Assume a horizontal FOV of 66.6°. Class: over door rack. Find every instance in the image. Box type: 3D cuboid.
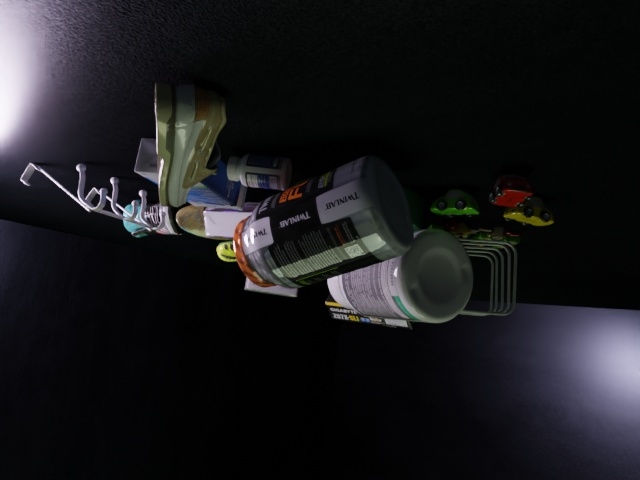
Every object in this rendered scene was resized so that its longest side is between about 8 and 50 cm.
[{"bbox_3d":[-0.614,-0.136,1.347,0.324,0.108,0.239,19,176,26],"label":"over door rack"}]

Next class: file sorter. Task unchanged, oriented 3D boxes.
[{"bbox_3d":[0.396,0.104,1.287,0.173,0.192,0.277,4,171,8],"label":"file sorter"}]

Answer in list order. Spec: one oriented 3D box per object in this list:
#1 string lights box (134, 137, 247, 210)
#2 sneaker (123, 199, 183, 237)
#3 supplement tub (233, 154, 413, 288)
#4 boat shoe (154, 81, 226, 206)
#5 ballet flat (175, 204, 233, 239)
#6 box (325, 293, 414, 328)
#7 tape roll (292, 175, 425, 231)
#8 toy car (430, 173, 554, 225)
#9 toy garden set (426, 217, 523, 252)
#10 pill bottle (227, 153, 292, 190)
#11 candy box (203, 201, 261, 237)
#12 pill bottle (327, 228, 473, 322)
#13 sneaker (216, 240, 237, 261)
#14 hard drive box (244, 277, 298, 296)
[{"bbox_3d":[-0.272,-0.138,1.076,0.134,0.076,0.260,6,170,14],"label":"string lights box"},{"bbox_3d":[-0.531,-0.076,1.538,0.179,0.123,0.295,1,173,-11],"label":"sneaker"},{"bbox_3d":[0.000,-0.021,0.937,0.316,0.193,0.194,-20,157,26],"label":"supplement tub"},{"bbox_3d":[-0.220,-0.140,0.817,0.103,0.113,0.302,-2,160,-18],"label":"boat shoe"},{"bbox_3d":[-0.250,-0.057,1.468,0.349,0.123,0.123,15,168,-30],"label":"ballet flat"},{"bbox_3d":[0.195,0.113,1.476,0.257,0.322,0.079,1,130,32],"label":"box"},{"bbox_3d":[0.087,-0.069,1.170,0.322,0.077,0.321,8,169,1],"label":"tape roll"},{"bbox_3d":[0.330,-0.080,0.976,0.225,0.053,0.239,1,167,37],"label":"toy car"},{"bbox_3d":[0.422,-0.004,1.335,0.244,0.049,0.204,8,170,2],"label":"toy garden set"},{"bbox_3d":[-0.121,-0.138,0.975,0.120,0.067,0.067,7,170,8],"label":"pill bottle"},{"bbox_3d":[-0.178,-0.057,1.284,0.165,0.070,0.196,3,-168,27],"label":"candy box"},{"bbox_3d":[0.171,0.089,1.182,0.204,0.204,0.361,13,169,-25],"label":"pill bottle"},{"bbox_3d":[-0.308,0.045,2.132,0.296,0.109,0.123,11,-167,-26],"label":"sneaker"},{"bbox_3d":[-0.159,0.072,1.717,0.181,0.232,0.089,11,169,-12],"label":"hard drive box"}]
